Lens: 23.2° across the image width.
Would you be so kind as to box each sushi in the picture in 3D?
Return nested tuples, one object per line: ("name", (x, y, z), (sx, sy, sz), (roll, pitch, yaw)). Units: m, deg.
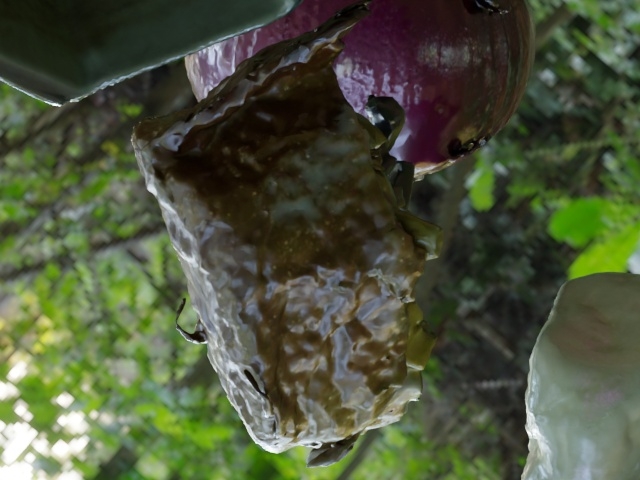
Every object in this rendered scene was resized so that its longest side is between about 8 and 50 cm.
("sushi", (0.000, 0.002, 0.875), (0.167, 0.179, 0.296), (43, 154, 61))

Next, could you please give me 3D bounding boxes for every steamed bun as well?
("steamed bun", (0.303, 0.170, 1.400), (0.206, 0.275, 0.320), (5, 173, 18))

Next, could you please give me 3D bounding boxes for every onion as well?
("onion", (0.040, -0.253, 1.518), (0.348, 0.385, 0.348), (0, -161, 0))

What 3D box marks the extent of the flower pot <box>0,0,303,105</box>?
("flower pot", (-0.114, -0.210, 0.730), (0.209, 0.239, 0.189), (63, -173, -54))
